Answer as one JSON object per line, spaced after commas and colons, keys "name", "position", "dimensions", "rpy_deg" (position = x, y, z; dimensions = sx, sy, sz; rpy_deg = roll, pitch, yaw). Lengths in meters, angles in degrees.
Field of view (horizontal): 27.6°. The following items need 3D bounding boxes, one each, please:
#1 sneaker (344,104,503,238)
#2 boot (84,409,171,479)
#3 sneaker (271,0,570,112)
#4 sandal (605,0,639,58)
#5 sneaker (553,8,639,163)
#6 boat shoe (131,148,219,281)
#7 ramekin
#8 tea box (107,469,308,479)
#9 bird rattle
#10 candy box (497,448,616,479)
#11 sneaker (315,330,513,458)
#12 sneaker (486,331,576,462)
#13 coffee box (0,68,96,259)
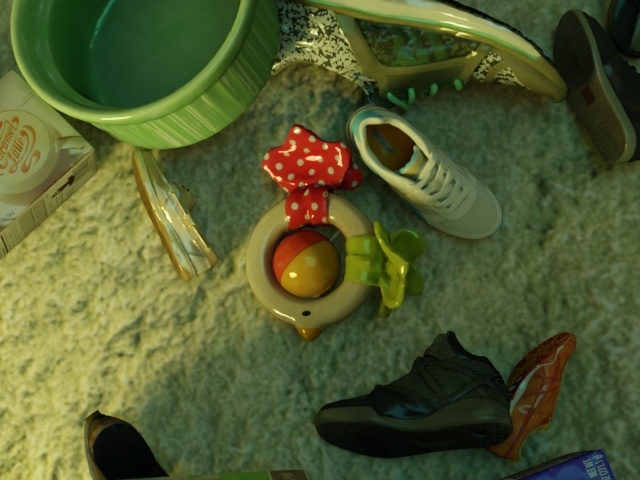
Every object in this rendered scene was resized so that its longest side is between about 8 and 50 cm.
{"name": "sneaker", "position": [0.126, -0.075, 1.577], "dimensions": [0.228, 0.092, 0.087], "rpy_deg": [36, 95, -7]}
{"name": "boot", "position": [-0.204, 0.287, 1.474], "dimensions": [0.082, 0.106, 0.219], "rpy_deg": [-26, 107, -17]}
{"name": "sneaker", "position": [0.107, -0.225, 1.638], "dimensions": [0.410, 0.158, 0.182], "rpy_deg": [19, 104, -3]}
{"name": "sandal", "position": [0.460, -0.381, 1.730], "dimensions": [0.120, 0.086, 0.303], "rpy_deg": [31, 88, -3]}
{"name": "sneaker", "position": [0.386, -0.199, 1.679], "dimensions": [0.118, 0.083, 0.222], "rpy_deg": [-7, 68, -28]}
{"name": "boat shoe", "position": [-0.174, -0.037, 1.568], "dimensions": [0.059, 0.063, 0.170], "rpy_deg": [-24, 88, -15]}
{"name": "ramekin", "position": [-0.195, -0.255, 1.532], "dimensions": [0.303, 0.148, 0.303], "rpy_deg": [-6, 71, 17]}
{"name": "tea box", "position": [-0.152, 0.423, 1.316], "dimensions": [0.323, 0.220, 0.329], "rpy_deg": [-3, 94, -8]}
{"name": "bird rattle", "position": [0.000, 0.000, 1.547], "dimensions": [0.207, 0.143, 0.253], "rpy_deg": [-44, 80, 1]}
{"name": "candy box", "position": [0.211, 0.411, 1.455], "dimensions": [0.317, 0.122, 0.268], "rpy_deg": [-20, 80, -10]}
{"name": "sneaker", "position": [0.108, 0.182, 1.532], "dimensions": [0.227, 0.087, 0.130], "rpy_deg": [-8, 48, 11]}
{"name": "sneaker", "position": [0.257, 0.187, 1.563], "dimensions": [0.067, 0.064, 0.175], "rpy_deg": [38, 80, -12]}
{"name": "coffee box", "position": [-0.400, -0.060, 1.524], "dimensions": [0.141, 0.098, 0.246], "rpy_deg": [45, 74, 5]}
